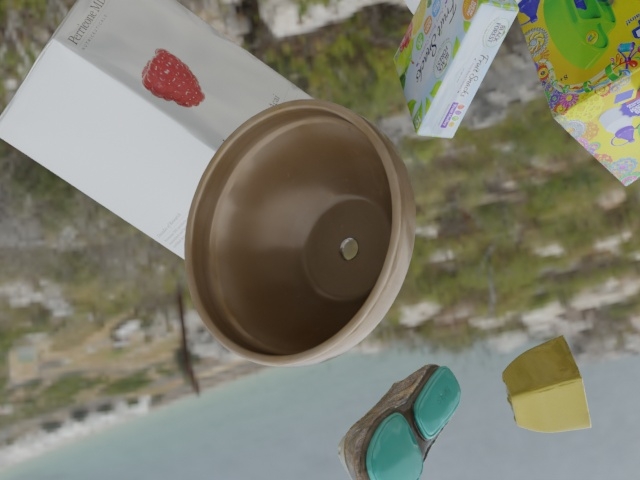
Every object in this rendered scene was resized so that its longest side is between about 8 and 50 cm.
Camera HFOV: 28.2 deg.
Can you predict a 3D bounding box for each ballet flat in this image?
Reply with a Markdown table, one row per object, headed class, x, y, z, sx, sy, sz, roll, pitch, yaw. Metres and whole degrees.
| class | x | y | z | sx | sy | sz | roll | pitch | yaw |
| --- | --- | --- | --- | --- | --- | --- | --- | --- | --- |
| ballet flat | 0.085 | 0.254 | 1.612 | 0.106 | 0.108 | 0.316 | -21 | -176 | 29 |

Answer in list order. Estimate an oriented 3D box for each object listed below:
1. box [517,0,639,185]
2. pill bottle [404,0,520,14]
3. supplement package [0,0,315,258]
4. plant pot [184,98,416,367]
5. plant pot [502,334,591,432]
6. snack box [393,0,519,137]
| class | x | y | z | sx | sy | sz | roll | pitch | yaw |
| --- | --- | --- | --- | --- | --- | --- | --- | --- | --- |
| box | 0.383 | -0.267 | 1.397 | 0.290 | 0.279 | 0.177 | -31 | 140 | 25 |
| pill bottle | 0.175 | -0.299 | 1.258 | 0.216 | 0.121 | 0.121 | -46 | 175 | -27 |
| supplement package | -0.182 | -0.140 | 1.438 | 0.293 | 0.177 | 0.175 | 34 | 134 | -14 |
| plant pot | 0.000 | 0.000 | 1.149 | 0.237 | 0.237 | 0.109 | -23 | 157 | 32 |
| plant pot | 0.256 | 0.172 | 1.469 | 0.083 | 0.081 | 0.081 | -15 | 123 | 4 |
| snack box | 0.109 | -0.169 | 1.055 | 0.037 | 0.100 | 0.141 | 5 | 136 | -20 |
